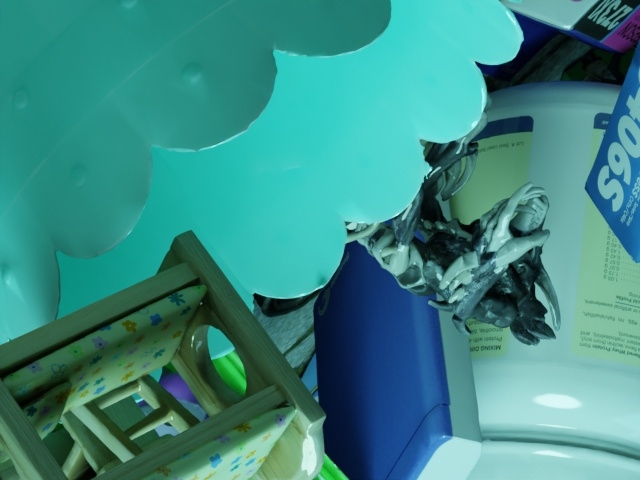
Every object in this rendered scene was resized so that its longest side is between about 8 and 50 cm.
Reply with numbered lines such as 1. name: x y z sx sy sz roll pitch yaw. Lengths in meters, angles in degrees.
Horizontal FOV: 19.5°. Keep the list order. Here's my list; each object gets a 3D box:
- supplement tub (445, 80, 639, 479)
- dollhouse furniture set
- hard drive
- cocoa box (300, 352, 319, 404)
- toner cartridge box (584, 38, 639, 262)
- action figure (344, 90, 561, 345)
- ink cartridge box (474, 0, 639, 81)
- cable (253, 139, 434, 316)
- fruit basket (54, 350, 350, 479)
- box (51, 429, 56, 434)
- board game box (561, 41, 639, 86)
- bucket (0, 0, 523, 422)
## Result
1. supplement tub: 0.198 0.060 1.494 0.235 0.235 0.325 88 10 -71
2. dollhouse furniture set: -0.114 0.108 0.700 0.182 0.101 0.161 -25 160 -35
3. hard drive: 0.052 0.102 1.443 0.040 0.319 0.210 15 130 -16
4. cocoa box: 0.165 0.152 1.948 0.347 0.228 0.231 -30 160 -34
5. toner cartridge box: 0.285 -0.140 1.102 0.165 0.075 0.348 -13 141 -22
6. action figure: 0.084 -0.020 1.239 0.275 0.164 0.141 18 116 -40
7. ink cartridge box: 0.263 -0.240 1.407 0.371 0.069 0.176 -43 165 16
8. cable: 0.000 0.000 1.414 0.139 0.072 0.287 -27 158 -36
9. fruit basket: -0.157 0.245 1.315 0.392 0.283 0.392 -41 180 0
10. box: -0.214 0.030 0.785 0.051 0.175 0.220 -42 164 3
11. board game box: 0.308 -0.141 1.822 0.213 0.046 0.317 -36 165 -14
12. bucket: -0.070 -0.075 0.826 0.281 0.183 0.281 -37 165 -12
